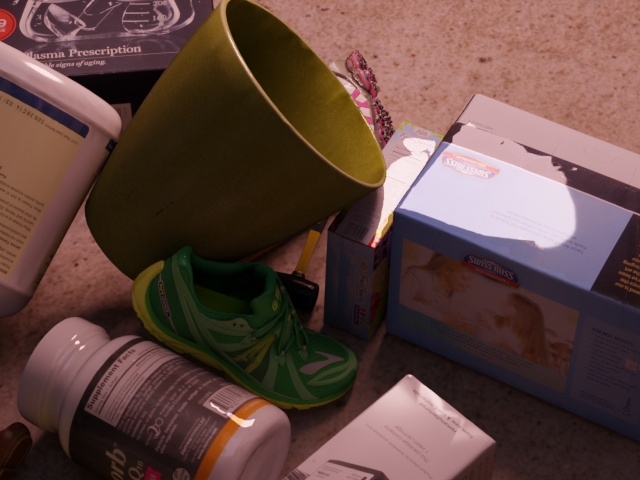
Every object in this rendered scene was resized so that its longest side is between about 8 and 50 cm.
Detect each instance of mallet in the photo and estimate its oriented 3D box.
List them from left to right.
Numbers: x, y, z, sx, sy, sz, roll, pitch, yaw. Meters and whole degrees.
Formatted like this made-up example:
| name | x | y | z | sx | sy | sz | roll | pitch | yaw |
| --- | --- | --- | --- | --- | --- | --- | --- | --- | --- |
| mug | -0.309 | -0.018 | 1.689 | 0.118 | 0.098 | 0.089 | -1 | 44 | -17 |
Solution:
| name | x | y | z | sx | sy | sz | roll | pitch | yaw |
| --- | --- | --- | --- | --- | --- | --- | --- | --- | --- |
| mallet | 0.000 | 0.000 | 2.090 | 0.062 | 0.039 | 0.190 | 25 | 74 | 14 |

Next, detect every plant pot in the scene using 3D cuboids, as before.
| name | x | y | z | sx | sy | sz | roll | pitch | yaw |
| --- | --- | --- | --- | --- | --- | --- | --- | --- | --- |
| plant pot | -0.124 | -0.084 | 1.953 | 0.293 | 0.275 | 0.275 | -38 | 48 | 19 |

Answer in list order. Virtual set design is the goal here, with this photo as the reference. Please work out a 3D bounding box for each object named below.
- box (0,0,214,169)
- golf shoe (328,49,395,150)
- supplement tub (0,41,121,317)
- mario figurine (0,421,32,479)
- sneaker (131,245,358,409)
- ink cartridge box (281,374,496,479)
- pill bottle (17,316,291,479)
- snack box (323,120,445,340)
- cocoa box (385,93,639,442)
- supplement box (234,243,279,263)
| name | x | y | z | sx | sy | sz | roll | pitch | yaw |
| --- | --- | --- | --- | --- | --- | --- | --- | --- | --- |
| box | -0.311 | -0.261 | 2.263 | 0.343 | 0.179 | 0.312 | -5 | 47 | -5 |
| golf shoe | 0.047 | -0.166 | 2.267 | 0.086 | 0.067 | 0.186 | -27 | 50 | 11 |
| supplement tub | -0.403 | -0.056 | 1.972 | 0.235 | 0.235 | 0.325 | 26 | 85 | 21 |
| mario figurine | -0.473 | 0.148 | 1.894 | 0.320 | 0.198 | 0.170 | 31 | 70 | 19 |
| sneaker | -0.070 | 0.100 | 1.923 | 0.295 | 0.123 | 0.109 | 26 | 39 | -26 |
| ink cartridge box | 0.026 | 0.319 | 1.721 | 0.129 | 0.223 | 0.307 | 37 | 58 | 27 |
| pill bottle | -0.185 | 0.200 | 1.866 | 0.278 | 0.162 | 0.162 | 25 | 53 | 21 |
| snack box | 0.079 | -0.013 | 2.048 | 0.070 | 0.174 | 0.207 | 21 | 52 | 16 |
| cocoa box | 0.277 | 0.030 | 1.974 | 0.347 | 0.231 | 0.228 | 23 | 53 | 18 |
| supplement box | -0.066 | -0.043 | 2.139 | 0.233 | 0.078 | 0.080 | -33 | 57 | -27 |
